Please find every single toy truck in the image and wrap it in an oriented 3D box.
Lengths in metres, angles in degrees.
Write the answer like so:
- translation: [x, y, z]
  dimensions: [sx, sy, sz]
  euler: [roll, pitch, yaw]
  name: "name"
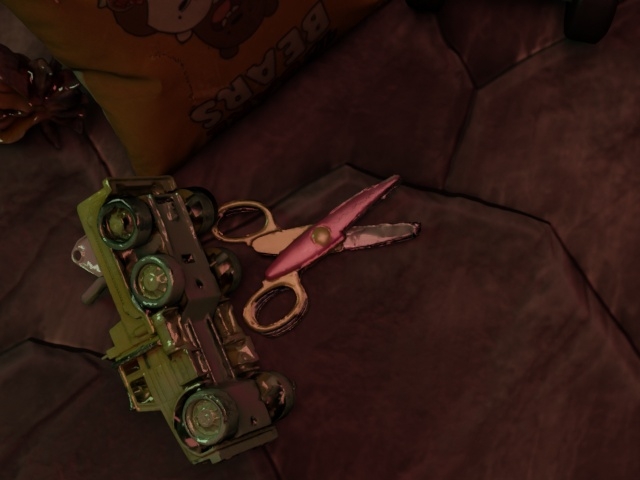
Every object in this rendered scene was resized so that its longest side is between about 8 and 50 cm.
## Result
- translation: [-0.134, 0.078, 1.156]
  dimensions: [0.135, 0.128, 0.259]
  euler: [-33, 79, 26]
  name: "toy truck"

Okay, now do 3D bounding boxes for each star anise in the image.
- translation: [-0.244, -0.209, 1.213]
  dimensions: [0.218, 0.148, 0.227]
  euler: [-16, 47, 29]
  name: "star anise"

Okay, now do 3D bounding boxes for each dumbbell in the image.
- translation: [0.180, -0.249, 1.214]
  dimensions: [0.191, 0.100, 0.100]
  euler: [12, 80, 2]
  name: "dumbbell"

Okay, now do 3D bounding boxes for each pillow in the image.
- translation: [-0.106, -0.225, 1.132]
  dimensions: [0.310, 0.312, 0.119]
  euler: [-43, 47, -7]
  name: "pillow"

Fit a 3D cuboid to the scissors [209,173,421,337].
- translation: [0.000, 0.000, 1.207]
  dimensions: [0.187, 0.020, 0.133]
  euler: [-23, 83, -2]
  name: "scissors"
